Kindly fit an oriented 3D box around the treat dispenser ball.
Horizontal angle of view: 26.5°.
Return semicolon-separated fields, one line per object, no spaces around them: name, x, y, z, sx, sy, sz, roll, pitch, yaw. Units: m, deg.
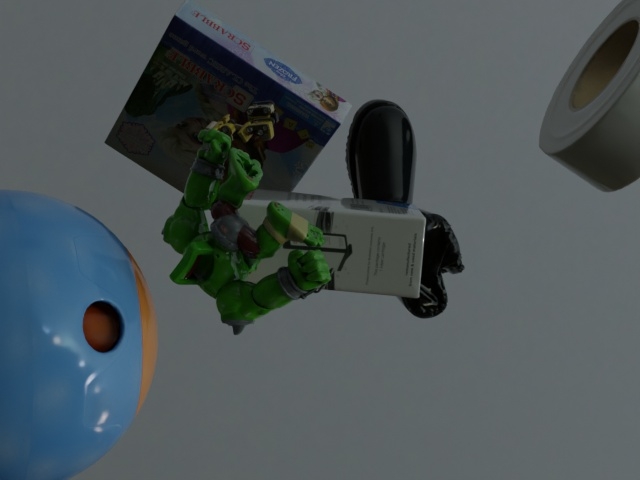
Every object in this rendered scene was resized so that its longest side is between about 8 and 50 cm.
treat dispenser ball;-0.298;0.095;1.291;0.288;0.288;0.288;18;-33;12

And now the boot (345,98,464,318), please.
boot;0.107;-0.043;1.678;0.094;0.247;0.207;-1;11;-20

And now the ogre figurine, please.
ogre figurine;-0.080;-0.003;1.263;0.197;0.097;0.118;45;-72;10

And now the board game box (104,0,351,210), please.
board game box;-0.160;-0.193;2.263;0.318;0.066;0.318;32;-48;-5

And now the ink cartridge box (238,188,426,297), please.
ink cartridge box;0.000;0.000;1.400;0.203;0.086;0.148;5;8;0

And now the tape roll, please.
tape roll;0.413;-0.207;1.797;0.100;0.286;0.286;33;-33;-10

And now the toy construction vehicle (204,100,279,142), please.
toy construction vehicle;-0.096;-0.149;1.788;0.098;0.086;0.035;-5;-62;21
